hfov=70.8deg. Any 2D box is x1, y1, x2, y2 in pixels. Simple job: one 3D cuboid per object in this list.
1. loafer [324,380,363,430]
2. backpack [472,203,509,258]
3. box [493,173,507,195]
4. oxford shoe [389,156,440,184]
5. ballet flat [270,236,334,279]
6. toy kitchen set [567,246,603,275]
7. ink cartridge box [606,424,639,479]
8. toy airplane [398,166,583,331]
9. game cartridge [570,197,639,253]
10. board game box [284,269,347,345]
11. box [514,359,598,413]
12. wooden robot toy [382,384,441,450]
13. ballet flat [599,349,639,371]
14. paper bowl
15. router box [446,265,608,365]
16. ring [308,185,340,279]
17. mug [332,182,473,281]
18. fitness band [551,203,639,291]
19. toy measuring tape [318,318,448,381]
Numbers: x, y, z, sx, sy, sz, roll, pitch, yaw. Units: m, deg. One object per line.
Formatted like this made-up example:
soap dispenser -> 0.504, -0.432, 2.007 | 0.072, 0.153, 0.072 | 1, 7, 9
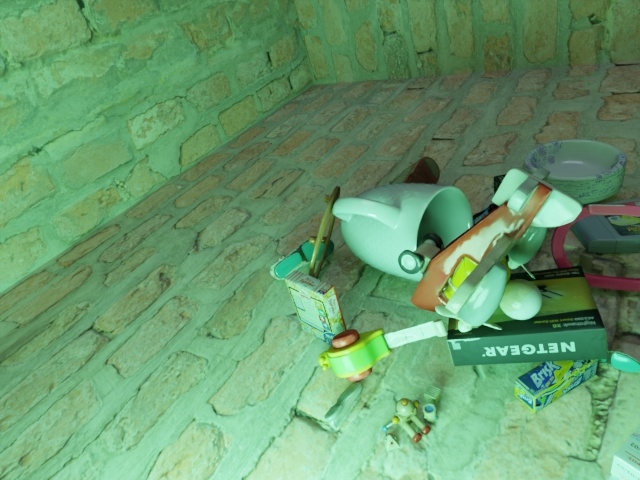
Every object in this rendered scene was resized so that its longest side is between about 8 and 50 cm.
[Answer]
loafer -> 0.059, 0.372, 1.018 | 0.125, 0.039, 0.045 | -37, 6, -38
backpack -> 0.497, -0.013, 1.305 | 0.116, 0.159, 0.173 | 10, -15, -13
box -> 0.603, -0.104, 1.390 | 0.077, 0.148, 0.180 | -11, 32, 7
oxford shoe -> 0.288, -0.147, 1.648 | 0.397, 0.141, 0.146 | -43, 10, -29
ballet flat -> -0.068, 0.054, 1.513 | 0.240, 0.091, 0.077 | -25, 8, -21
toy kitchen set -> 0.709, 0.046, 1.190 | 0.075, 0.068, 0.083 | -37, 38, -30
ink cartridge box -> 0.570, 0.378, 0.754 | 0.181, 0.062, 0.104 | -32, 35, -22
toy airplane -> 0.383, 0.035, 0.953 | 0.386, 0.273, 0.384 | -36, -8, -3
game cartridge -> 0.883, -0.044, 1.268 | 0.293, 0.060, 0.196 | -10, 37, 10
board game box -> -0.008, 0.183, 1.181 | 0.146, 0.194, 0.045 | 19, 46, 41
box -> 0.489, 0.285, 0.938 | 0.168, 0.054, 0.059 | -24, 33, -13
wooden robot toy -> 0.192, 0.358, 0.936 | 0.173, 0.079, 0.076 | -31, 35, -21
ballet flat -> 0.616, 0.246, 0.959 | 0.114, 0.041, 0.041 | 9, 40, 33
paper bowl -> 0.809, -0.204, 1.450 | 0.283, 0.148, 0.284 | -11, 32, 7
router box -> 0.458, 0.171, 1.040 | 0.308, 0.081, 0.243 | -10, 24, 23
ring -> 0.000, 0.000, 1.336 | 0.032, 0.337, 0.337 | 16, 39, 5
mug -> 0.198, -0.047, 1.296 | 0.327, 0.374, 0.277 | 13, 84, 47
fitness band -> 0.726, 0.016, 1.101 | 0.290, 0.209, 0.054 | 5, 9, 20
toy measuring tape -> 0.125, 0.254, 1.041 | 0.329, 0.121, 0.121 | -21, 27, 30
